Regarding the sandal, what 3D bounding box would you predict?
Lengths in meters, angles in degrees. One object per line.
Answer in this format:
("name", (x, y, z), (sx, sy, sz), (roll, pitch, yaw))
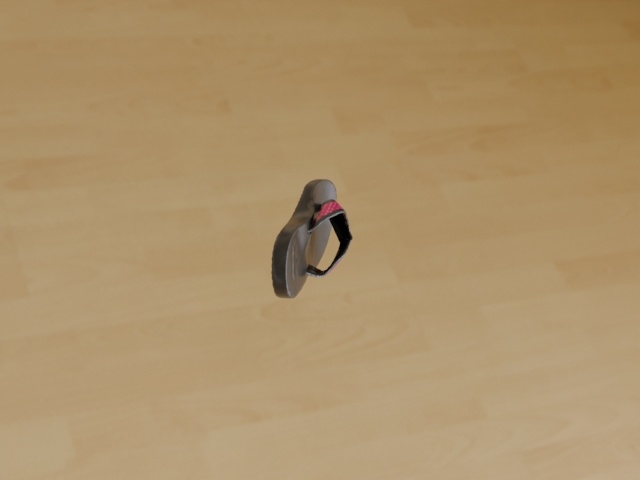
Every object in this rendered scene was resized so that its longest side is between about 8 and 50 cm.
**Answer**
("sandal", (0.000, 0.000, 0.862), (0.040, 0.067, 0.179), (0, 18, 10))
